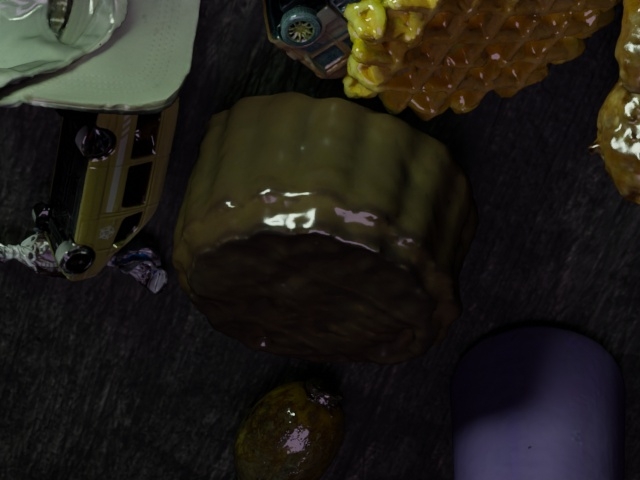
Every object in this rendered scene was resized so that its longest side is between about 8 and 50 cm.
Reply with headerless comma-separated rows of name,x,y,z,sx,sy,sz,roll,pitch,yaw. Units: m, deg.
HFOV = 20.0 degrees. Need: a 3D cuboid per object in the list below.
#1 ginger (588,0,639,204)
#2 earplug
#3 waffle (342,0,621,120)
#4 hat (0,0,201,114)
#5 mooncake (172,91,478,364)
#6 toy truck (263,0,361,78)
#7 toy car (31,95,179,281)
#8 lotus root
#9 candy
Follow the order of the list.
ginger,0.365,-0.171,1.794,0.152,0.274,0.357,11,129,16
earplug,0.247,0.320,2.053,0.215,0.456,0.215,3,129,4
waffle,0.171,-0.225,1.815,0.329,0.062,0.329,-16,152,-9
hat,-0.266,-0.252,1.875,0.301,0.168,0.258,10,93,-30
mooncake,0.001,0.000,1.951,0.324,0.187,0.324,9,147,6
toy truck,0.076,-0.263,1.855,0.256,0.108,0.140,-32,132,21
toy car,-0.234,-0.077,2.003,0.124,0.101,0.257,-7,132,-28
lotus root,-0.043,0.251,2.236,0.120,0.120,0.209,27,121,-15
candy,-0.290,0.024,2.121,0.226,0.051,0.094,9,147,-4
